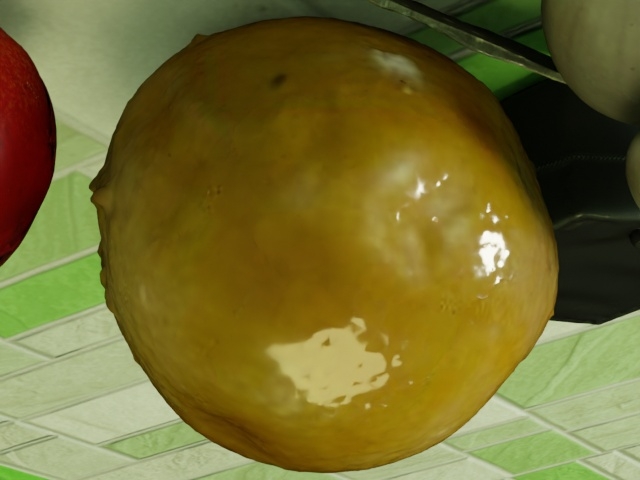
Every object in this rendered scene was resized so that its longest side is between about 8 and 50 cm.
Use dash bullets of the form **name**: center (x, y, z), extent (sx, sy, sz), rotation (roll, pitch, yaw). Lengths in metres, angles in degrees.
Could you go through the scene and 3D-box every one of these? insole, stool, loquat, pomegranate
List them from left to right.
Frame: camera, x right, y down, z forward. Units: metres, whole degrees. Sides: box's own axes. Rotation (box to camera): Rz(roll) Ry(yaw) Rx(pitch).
- **pomegranate**: center (-0.287, -0.066, 1.039), extent (0.235, 0.210, 0.210), rotation (18, 169, 33)
- **loquat**: center (0.000, 0.000, 1.097), extent (0.328, 0.328, 0.328), rotation (-4, 155, -2)
- **insole**: center (0.114, -0.140, 1.113), extent (0.248, 0.081, 0.011), rotation (17, 107, -34)
- **stool**: center (0.211, -0.026, 1.280), extent (0.232, 0.141, 0.232), rotation (-5, 155, -2)

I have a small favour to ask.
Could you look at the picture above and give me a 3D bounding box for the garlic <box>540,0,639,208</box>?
- **garlic**: center (0.274, -0.109, 1.021), extent (0.246, 0.231, 0.340), rotation (-15, 159, 25)
